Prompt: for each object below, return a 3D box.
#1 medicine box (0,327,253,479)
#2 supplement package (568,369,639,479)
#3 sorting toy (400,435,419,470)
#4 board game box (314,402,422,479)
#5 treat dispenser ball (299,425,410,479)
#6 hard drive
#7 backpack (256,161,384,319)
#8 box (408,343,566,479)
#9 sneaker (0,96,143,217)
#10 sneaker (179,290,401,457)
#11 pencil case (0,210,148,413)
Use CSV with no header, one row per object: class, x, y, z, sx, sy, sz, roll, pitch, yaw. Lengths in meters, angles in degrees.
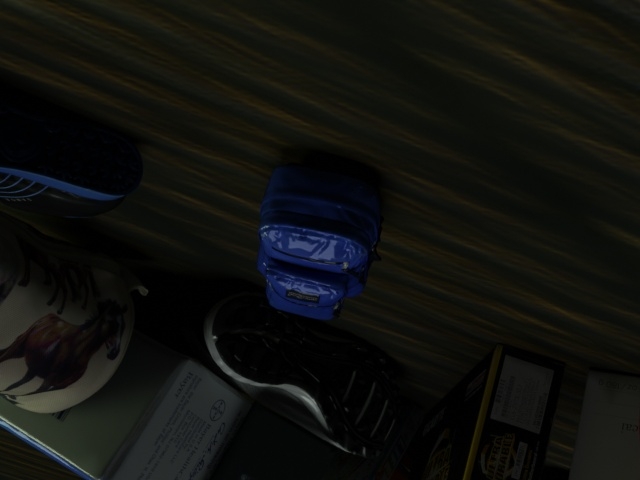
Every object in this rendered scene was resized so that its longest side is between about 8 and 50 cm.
medicine box,-0.199,0.178,1.693,0.263,0.149,0.289,25,167,34
supplement package,0.316,0.295,1.539,0.177,0.293,0.175,7,159,18
sorting toy,0.124,0.253,1.929,0.061,0.042,0.102,45,-176,25
board game box,0.032,0.233,1.780,0.103,0.154,0.026,2,129,33
treat dispenser ball,-0.009,0.357,1.905,0.288,0.288,0.288,13,160,5
hard drive,-0.056,0.237,1.609,0.094,0.135,0.022,31,177,-11
backpack,0.000,0.000,1.268,0.098,0.101,0.120,8,156,-1
box,0.140,0.270,1.649,0.079,0.257,0.322,16,160,-4
sneaker,-0.257,-0.071,1.281,0.232,0.081,0.090,22,151,-23
sneaker,-0.024,0.128,1.644,0.271,0.100,0.108,36,161,-32
pencil case,-0.344,0.014,1.438,0.183,0.160,0.410,-43,135,16
